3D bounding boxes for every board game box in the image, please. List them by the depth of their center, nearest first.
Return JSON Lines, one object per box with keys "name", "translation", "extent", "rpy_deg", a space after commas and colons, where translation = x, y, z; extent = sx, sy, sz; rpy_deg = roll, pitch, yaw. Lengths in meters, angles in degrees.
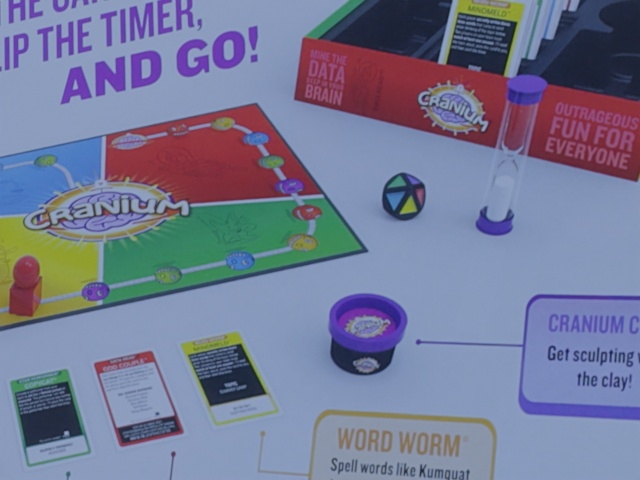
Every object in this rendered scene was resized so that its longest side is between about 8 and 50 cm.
{"name": "board game box", "translation": [0.000, 0.000, 0.442], "extent": [0.064, 0.242, 0.316], "rpy_deg": [23, 71, -60]}
